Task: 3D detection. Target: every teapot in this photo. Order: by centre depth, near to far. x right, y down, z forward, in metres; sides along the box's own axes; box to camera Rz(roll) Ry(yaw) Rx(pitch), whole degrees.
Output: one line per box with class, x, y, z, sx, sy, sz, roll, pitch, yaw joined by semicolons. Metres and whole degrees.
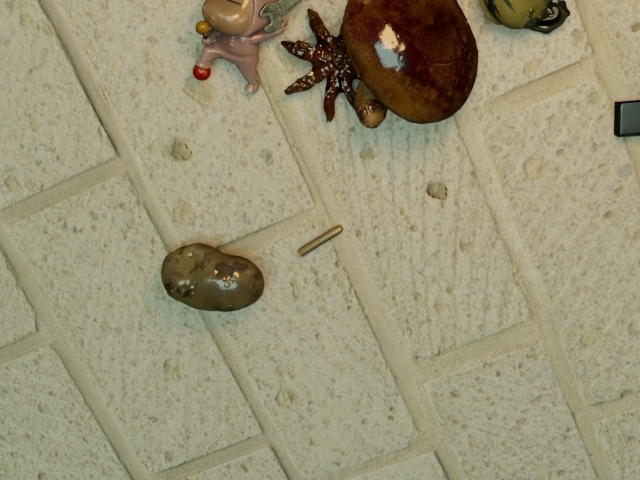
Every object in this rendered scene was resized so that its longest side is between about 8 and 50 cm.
teapot;0.452;-0.547;1.638;0.269;0.173;0.182;32;148;-31

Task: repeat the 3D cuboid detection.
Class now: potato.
potato;-0.271;0.101;1.916;0.262;0.165;0.165;18;107;3

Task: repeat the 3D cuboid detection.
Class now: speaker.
speaker;0.797;-0.288;1.761;0.218;0.044;0.082;-3;107;5

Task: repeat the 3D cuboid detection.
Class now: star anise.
star anise;0.041;-0.406;1.769;0.288;0.088;0.288;1;109;3

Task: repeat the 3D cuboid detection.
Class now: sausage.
sausage;0.000;0.000;1.926;0.132;0.024;0.024;-32;102;14

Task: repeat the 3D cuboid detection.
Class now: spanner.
spanner;-0.022;-0.571;1.690;0.302;0.017;0.071;-44;135;-10

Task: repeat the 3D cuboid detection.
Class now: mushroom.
mushroom;0.205;-0.416;1.643;0.239;0.345;0.345;13;110;32

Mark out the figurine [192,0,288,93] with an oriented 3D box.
figurine;-0.190;-0.477;1.727;0.176;0.186;0.287;35;125;18
